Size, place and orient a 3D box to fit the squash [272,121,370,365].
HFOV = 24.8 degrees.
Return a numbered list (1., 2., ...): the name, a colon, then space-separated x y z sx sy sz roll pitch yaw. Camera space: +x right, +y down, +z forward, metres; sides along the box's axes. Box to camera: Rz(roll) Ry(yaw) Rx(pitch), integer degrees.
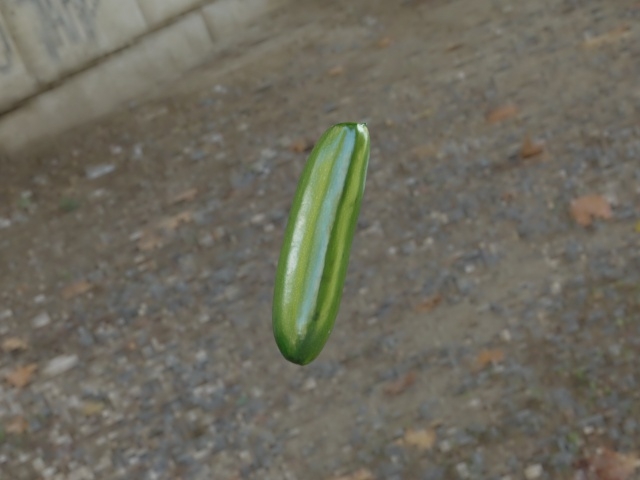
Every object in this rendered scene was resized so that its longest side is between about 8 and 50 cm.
1. squash: -0.002 0.001 1.697 0.082 0.293 0.082 12 -6 1
